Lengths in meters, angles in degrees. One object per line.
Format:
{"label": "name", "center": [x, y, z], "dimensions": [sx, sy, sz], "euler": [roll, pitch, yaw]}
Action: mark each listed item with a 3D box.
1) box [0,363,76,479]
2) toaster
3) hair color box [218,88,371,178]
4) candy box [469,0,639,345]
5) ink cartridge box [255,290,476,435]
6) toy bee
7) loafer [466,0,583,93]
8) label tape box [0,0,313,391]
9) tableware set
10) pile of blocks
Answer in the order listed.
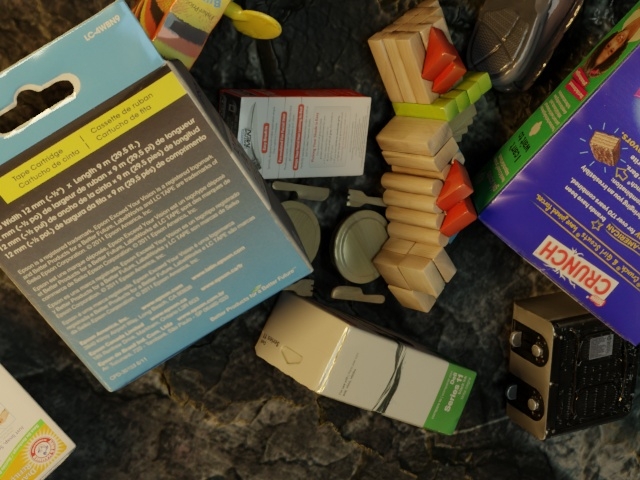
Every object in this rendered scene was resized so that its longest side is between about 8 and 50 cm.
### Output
{"label": "box", "center": [-0.354, 0.158, 1.283], "dimensions": [0.103, 0.114, 0.203], "euler": [-44, 123, -15]}
{"label": "toaster", "center": [0.337, 0.157, 1.725], "dimensions": [0.186, 0.110, 0.168], "euler": [-9, 110, -30]}
{"label": "hair color box", "center": [-0.030, -0.119, 1.440], "dimensions": [0.167, 0.053, 0.093], "euler": [-4, 108, -33]}
{"label": "candy box", "center": [0.379, -0.079, 1.554], "dimensions": [0.268, 0.122, 0.317], "euler": [38, 106, -13]}
{"label": "ink cartridge box", "center": [0.051, 0.142, 1.513], "dimensions": [0.208, 0.153, 0.086], "euler": [22, 92, -36]}
{"label": "toy bee", "center": [-0.115, -0.278, 1.271], "dimensions": [0.195, 0.162, 0.298], "euler": [1, 104, -31]}
{"label": "loafer", "center": [0.276, -0.315, 1.557], "dimensions": [0.095, 0.109, 0.302], "euler": [20, 100, -54]}
{"label": "label tape box", "center": [-0.202, -0.050, 1.270], "dimensions": [0.249, 0.115, 0.347], "euler": [-31, 120, 5]}
{"label": "tableware set", "center": [0.000, 0.000, 1.505], "dimensions": [0.194, 0.039, 0.128], "euler": [8, 93, -36]}
{"label": "pile of blocks", "center": [0.148, -0.092, 1.503], "dimensions": [0.149, 0.113, 0.362], "euler": [-13, 107, -40]}
